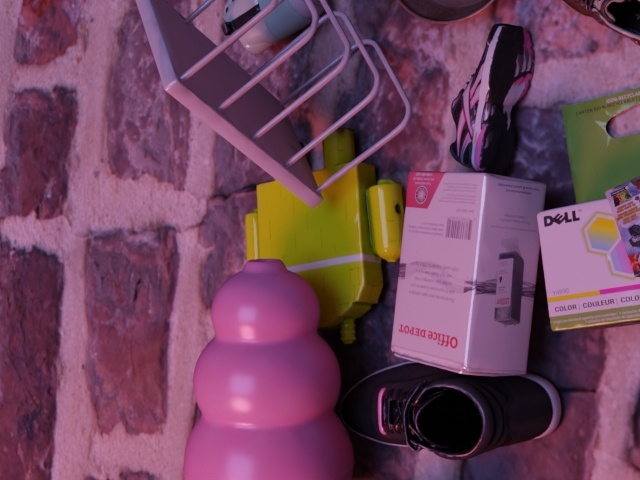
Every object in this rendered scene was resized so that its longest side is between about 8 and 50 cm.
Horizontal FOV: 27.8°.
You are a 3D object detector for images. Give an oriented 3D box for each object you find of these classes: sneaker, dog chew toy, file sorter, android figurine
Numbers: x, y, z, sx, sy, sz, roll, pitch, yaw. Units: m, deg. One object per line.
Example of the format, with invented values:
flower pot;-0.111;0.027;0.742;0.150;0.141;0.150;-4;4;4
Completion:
sneaker;-0.097;-0.374;1.720;0.151;0.094;0.255;-33;67;36
sneaker;0.112;0.192;1.487;0.296;0.147;0.104;-5;86;39
dog chew toy;-0.065;0.188;1.554;0.207;0.207;0.331;2;97;39
sneaker;0.314;-0.265;1.400;0.188;0.071;0.066;37;110;33
sneaker;0.186;-0.167;1.501;0.077;0.072;0.178;16;92;49
file sorter;-0.051;-0.213;1.521;0.173;0.278;0.192;-38;45;15
android figurine;0.000;0.000;1.643;0.248;0.056;0.272;-13;77;36

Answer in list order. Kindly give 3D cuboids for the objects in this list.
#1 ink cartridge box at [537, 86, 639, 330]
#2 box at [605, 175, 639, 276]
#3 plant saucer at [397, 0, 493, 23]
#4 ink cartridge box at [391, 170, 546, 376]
ink cartridge box;0.328;-0.041;1.360;0.189;0.097;0.255;-12;81;37
box;0.355;-0.031;1.261;0.137;0.027;0.093;-27;69;33
plant saucer;0.165;-0.355;1.547;0.199;0.036;0.198;-2;86;38
ink cartridge box;0.164;0.035;1.460;0.159;0.092;0.217;9;91;61
